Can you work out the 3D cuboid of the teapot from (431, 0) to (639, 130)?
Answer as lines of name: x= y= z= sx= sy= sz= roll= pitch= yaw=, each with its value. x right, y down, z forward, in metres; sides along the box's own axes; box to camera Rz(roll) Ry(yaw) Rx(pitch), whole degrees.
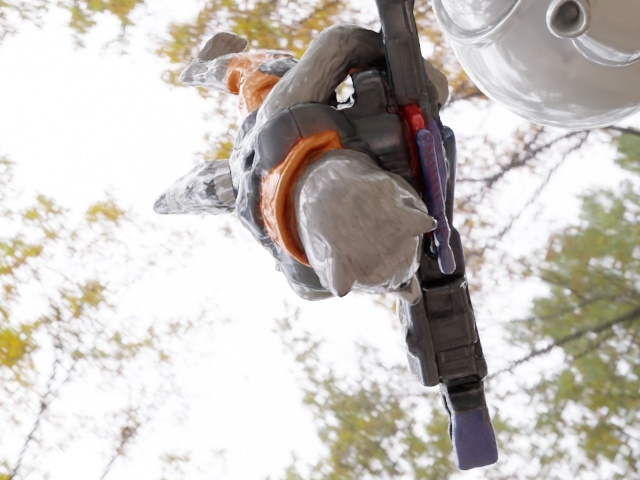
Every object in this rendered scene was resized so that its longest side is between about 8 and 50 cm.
teapot: x=0.171 y=-0.217 z=1.013 sx=0.187 sy=0.256 sz=0.252 roll=13 pitch=-110 yaw=-27

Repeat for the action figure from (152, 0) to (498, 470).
action figure: x=0.000 y=0.000 z=0.859 sx=0.179 sy=0.330 sz=0.341 roll=-16 pitch=-80 yaw=-12
